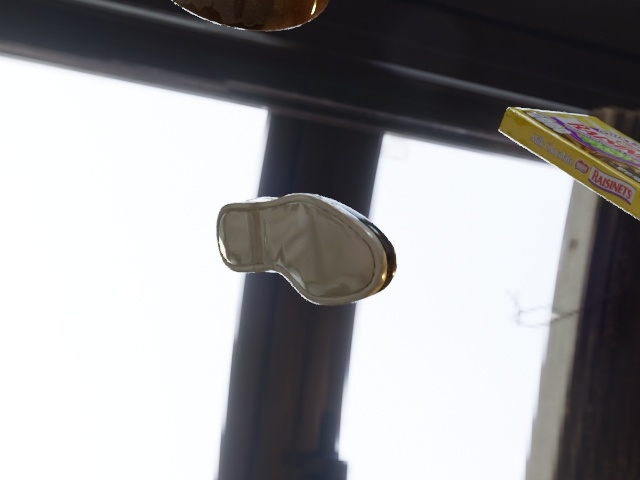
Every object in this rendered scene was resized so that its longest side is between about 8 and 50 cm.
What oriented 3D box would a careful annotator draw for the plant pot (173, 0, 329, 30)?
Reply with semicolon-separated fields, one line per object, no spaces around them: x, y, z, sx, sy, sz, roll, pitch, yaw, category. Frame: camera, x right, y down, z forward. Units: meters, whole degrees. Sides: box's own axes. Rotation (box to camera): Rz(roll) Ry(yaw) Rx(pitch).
-0.063;-0.379;1.556;0.230;0.215;0.215;110;-32;-44;plant pot

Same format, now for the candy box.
0.243;-0.054;1.160;0.206;0.105;0.027;41;-62;48;candy box

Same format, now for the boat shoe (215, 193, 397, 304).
0.000;0.000;1.042;0.206;0.065;0.075;10;-77;56;boat shoe
